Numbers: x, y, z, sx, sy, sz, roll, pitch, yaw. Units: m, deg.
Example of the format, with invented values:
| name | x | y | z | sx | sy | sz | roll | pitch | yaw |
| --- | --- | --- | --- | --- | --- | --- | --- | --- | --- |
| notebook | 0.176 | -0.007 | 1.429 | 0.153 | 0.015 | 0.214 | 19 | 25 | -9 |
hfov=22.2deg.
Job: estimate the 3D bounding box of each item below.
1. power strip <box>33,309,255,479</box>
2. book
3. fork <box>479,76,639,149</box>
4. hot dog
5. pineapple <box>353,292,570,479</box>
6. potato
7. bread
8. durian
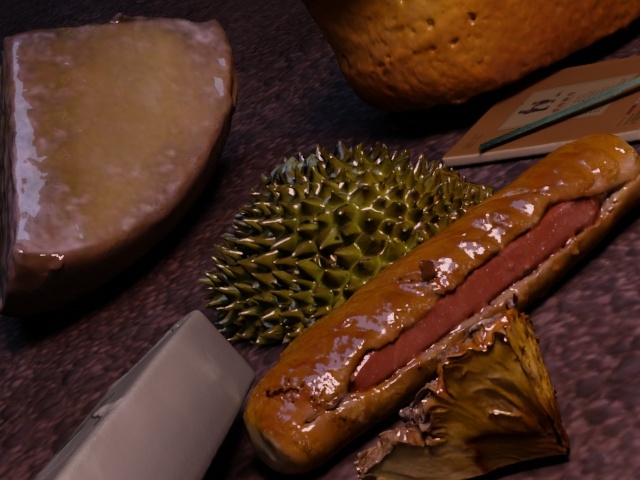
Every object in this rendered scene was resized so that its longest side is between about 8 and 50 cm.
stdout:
| name | x | y | z | sx | sy | sz | roll | pitch | yaw |
| --- | --- | --- | --- | --- | --- | --- | --- | --- | --- |
| power strip | -0.097 | 0.112 | 0.791 | 0.091 | 0.062 | 0.385 | -45 | 3 | 10 |
| book | 0.178 | -0.093 | 1.123 | 0.172 | 0.012 | 0.118 | -6 | 30 | 47 |
| fork | 0.206 | -0.109 | 1.074 | 0.235 | 0.021 | 0.039 | -20 | 19 | 21 |
| hot dog | 0.072 | 0.027 | 0.908 | 0.286 | 0.061 | 0.088 | -37 | 10 | -25 |
| pineapple | 0.070 | 0.088 | 0.773 | 0.114 | 0.077 | 0.114 | -37 | -16 | 8 |
| potato | -0.168 | -0.030 | 1.329 | 0.189 | 0.211 | 0.264 | 3 | 51 | -16 |
| bread | 0.123 | -0.218 | 1.266 | 0.312 | 0.172 | 0.312 | -21 | 14 | 5 |
| durian | -0.007 | -0.005 | 1.043 | 0.220 | 0.095 | 0.137 | -16 | 22 | 47 |
